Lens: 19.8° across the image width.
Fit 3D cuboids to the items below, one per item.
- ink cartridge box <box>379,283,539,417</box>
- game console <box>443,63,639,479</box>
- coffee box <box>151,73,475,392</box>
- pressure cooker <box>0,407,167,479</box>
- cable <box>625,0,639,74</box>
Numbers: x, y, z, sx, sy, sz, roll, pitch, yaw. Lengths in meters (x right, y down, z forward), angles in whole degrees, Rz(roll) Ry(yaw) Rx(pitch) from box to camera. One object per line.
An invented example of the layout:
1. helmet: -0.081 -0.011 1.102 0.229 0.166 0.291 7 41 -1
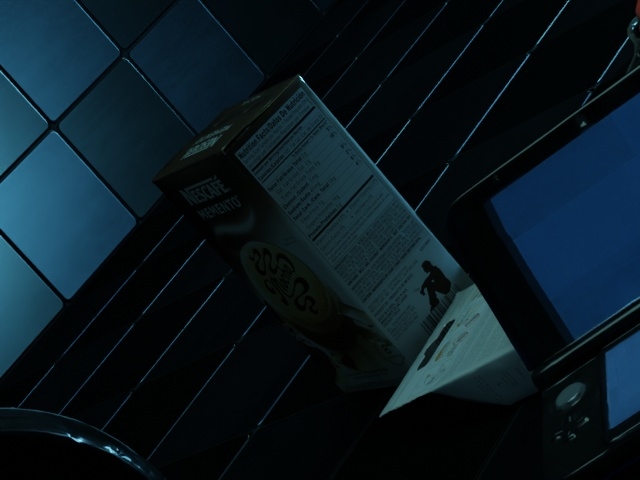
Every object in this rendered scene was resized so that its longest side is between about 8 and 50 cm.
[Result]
1. ink cartridge box: 0.169 0.079 1.605 0.224 0.056 0.181 -36 13 49
2. game console: 0.240 0.006 1.347 0.293 0.173 0.250 -37 13 20
3. coffee box: 0.000 0.000 1.775 0.119 0.297 0.168 -48 14 -25
4. pressure cooker: -0.307 0.308 1.492 0.370 0.375 0.420 -50 16 -21
5. cable: 0.353 -0.225 1.996 0.139 0.072 0.287 -35 14 49
